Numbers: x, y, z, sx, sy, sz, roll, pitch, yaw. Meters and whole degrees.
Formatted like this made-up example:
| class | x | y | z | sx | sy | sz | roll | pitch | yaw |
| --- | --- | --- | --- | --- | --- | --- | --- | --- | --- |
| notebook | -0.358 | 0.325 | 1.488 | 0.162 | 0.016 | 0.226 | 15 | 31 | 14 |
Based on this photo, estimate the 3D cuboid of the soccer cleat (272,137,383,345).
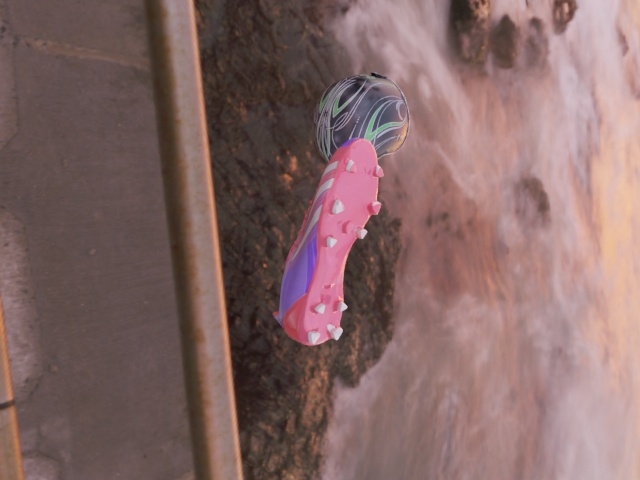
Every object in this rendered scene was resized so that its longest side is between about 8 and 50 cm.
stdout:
| class | x | y | z | sx | sy | sz | roll | pitch | yaw |
| --- | --- | --- | --- | --- | --- | --- | --- | --- | --- |
| soccer cleat | 0.000 | 0.000 | 0.692 | 0.083 | 0.095 | 0.248 | 0 | 107 | -44 |

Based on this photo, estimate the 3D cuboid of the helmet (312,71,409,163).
| class | x | y | z | sx | sy | sz | roll | pitch | yaw |
| --- | --- | --- | --- | --- | --- | --- | --- | --- | --- |
| helmet | 0.064 | -0.213 | 1.096 | 0.161 | 0.169 | 0.170 | -29 | 112 | -28 |
